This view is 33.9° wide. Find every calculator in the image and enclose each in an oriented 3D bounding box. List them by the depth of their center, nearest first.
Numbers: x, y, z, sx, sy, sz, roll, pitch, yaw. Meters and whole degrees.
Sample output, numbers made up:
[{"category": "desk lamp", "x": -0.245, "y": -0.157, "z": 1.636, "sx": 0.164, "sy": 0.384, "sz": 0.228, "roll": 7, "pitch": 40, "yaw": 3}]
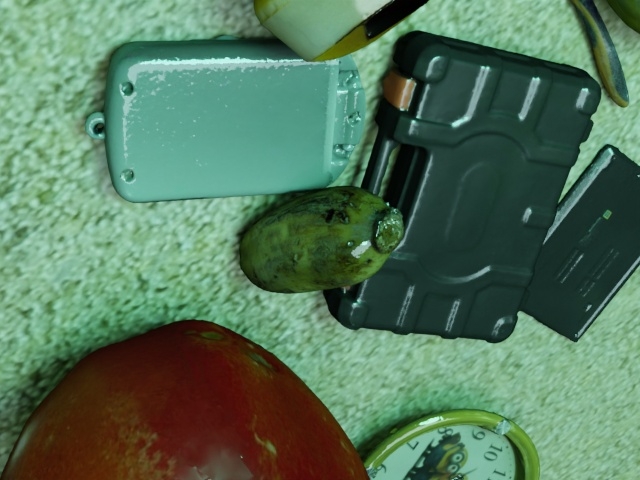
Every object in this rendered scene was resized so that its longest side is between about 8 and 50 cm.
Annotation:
[{"category": "calculator", "x": -0.077, "y": -0.103, "z": 0.898, "sx": 0.246, "sy": 0.045, "sz": 0.141, "roll": -6, "pitch": 117, "yaw": -18}]

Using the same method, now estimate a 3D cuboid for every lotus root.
[{"category": "lotus root", "x": 0.000, "y": 0.000, "z": 0.926, "sx": 0.080, "sy": 0.179, "sz": 0.089, "roll": 7, "pitch": 75, "yaw": -47}]

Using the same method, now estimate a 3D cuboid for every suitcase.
[{"category": "suitcase", "x": 0.132, "y": -0.042, "z": 0.993, "sx": 0.206, "sy": 0.066, "sz": 0.286, "roll": 8, "pitch": 111, "yaw": -23}]

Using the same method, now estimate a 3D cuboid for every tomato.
[{"category": "tomato", "x": -0.112, "y": 0.241, "z": 0.912, "sx": 0.293, "sy": 0.290, "sz": 0.325, "roll": -41, "pitch": 128, "yaw": -1}]

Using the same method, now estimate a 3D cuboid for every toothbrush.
[{"category": "toothbrush", "x": 0.224, "y": -0.247, "z": 0.952, "sx": 0.031, "sy": 0.023, "sz": 0.321, "roll": -31, "pitch": 121, "yaw": 0}]

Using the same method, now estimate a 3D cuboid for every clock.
[{"category": "clock", "x": 0.125, "y": 0.270, "z": 1.150, "sx": 0.237, "sy": 0.057, "sz": 0.237, "roll": -8, "pitch": 119, "yaw": -15}]

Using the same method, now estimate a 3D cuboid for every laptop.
[{"category": "laptop", "x": 0.285, "y": 0.007, "z": 1.103, "sx": 0.135, "sy": 0.016, "sz": 0.197, "roll": 29, "pitch": 102, "yaw": -28}]

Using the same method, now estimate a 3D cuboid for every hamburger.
[{"category": "hamburger", "x": 0.041, "y": -0.228, "z": 0.813, "sx": 0.210, "sy": 0.173, "sz": 0.116, "roll": -36, "pitch": 90, "yaw": 12}]

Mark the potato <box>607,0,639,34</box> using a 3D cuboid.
[{"category": "potato", "x": 0.348, "y": -0.253, "z": 0.934, "sx": 0.200, "sy": 0.137, "sz": 0.155, "roll": -17, "pitch": 89, "yaw": -12}]
